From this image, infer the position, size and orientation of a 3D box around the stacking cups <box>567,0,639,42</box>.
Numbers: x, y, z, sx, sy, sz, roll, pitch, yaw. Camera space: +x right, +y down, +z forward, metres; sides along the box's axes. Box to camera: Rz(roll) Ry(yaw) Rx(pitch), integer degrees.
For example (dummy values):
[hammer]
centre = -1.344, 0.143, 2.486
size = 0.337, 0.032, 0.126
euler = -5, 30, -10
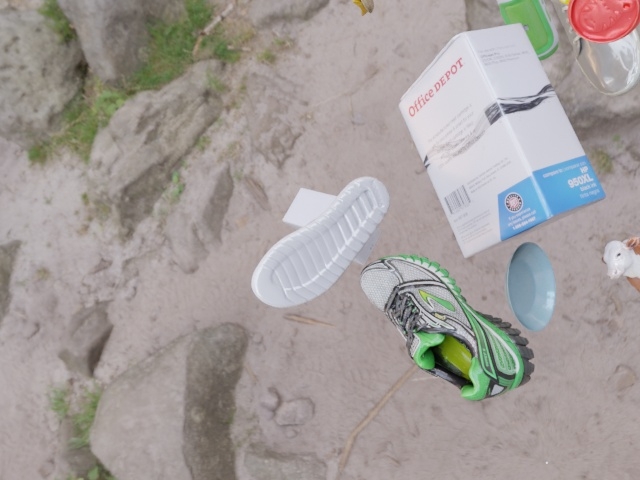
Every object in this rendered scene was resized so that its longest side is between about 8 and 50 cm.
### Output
[stacking cups]
centre = 0.326, -0.298, 0.605
size = 0.096, 0.096, 0.316
euler = 20, 54, 27

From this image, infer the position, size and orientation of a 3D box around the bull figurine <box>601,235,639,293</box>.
[bull figurine]
centre = 0.701, 0.072, 1.223
size = 0.101, 0.310, 0.188
euler = -41, 68, 35

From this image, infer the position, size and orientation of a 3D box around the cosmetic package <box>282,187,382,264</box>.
[cosmetic package]
centre = 0.039, -0.049, 1.917
size = 0.224, 0.224, 0.138
euler = 19, 77, 47

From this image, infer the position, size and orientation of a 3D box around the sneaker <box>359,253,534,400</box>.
[sneaker]
centre = 0.186, 0.134, 0.987
size = 0.343, 0.146, 0.134
euler = 36, 123, 40

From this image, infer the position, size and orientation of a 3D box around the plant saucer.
[plant saucer]
centre = 0.449, 0.101, 1.267
size = 0.037, 0.195, 0.195
euler = -10, 63, 50

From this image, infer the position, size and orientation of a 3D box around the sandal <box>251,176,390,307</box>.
[sandal]
centre = 0.010, 0.012, 1.443
size = 0.416, 0.102, 0.169
euler = -40, 98, -7

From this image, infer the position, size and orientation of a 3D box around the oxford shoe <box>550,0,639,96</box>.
[oxford shoe]
centre = 0.713, -0.585, 1.542
size = 0.169, 0.130, 0.449
euler = -31, 67, 52

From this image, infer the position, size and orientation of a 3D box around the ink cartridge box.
[ink cartridge box]
centre = 0.358, -0.200, 1.216
size = 0.166, 0.285, 0.395
euler = -18, 80, -24

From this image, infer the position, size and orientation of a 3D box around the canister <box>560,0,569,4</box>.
[canister]
centre = 0.574, -0.616, 1.263
size = 0.073, 0.170, 0.126
euler = 12, 44, 13

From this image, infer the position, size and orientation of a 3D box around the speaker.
[speaker]
centre = 0.683, -0.738, 1.915
size = 0.131, 0.296, 0.131
euler = -26, 41, 25

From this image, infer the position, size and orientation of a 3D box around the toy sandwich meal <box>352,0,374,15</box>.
[toy sandwich meal]
centre = 0.068, -0.444, 1.043
size = 0.029, 0.085, 0.086
euler = -18, 64, 24
